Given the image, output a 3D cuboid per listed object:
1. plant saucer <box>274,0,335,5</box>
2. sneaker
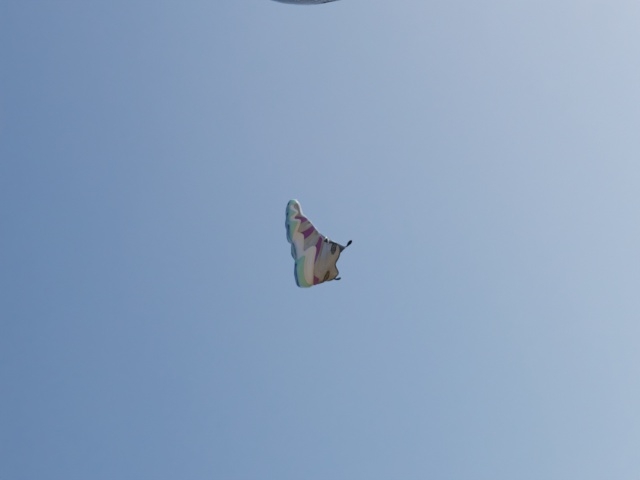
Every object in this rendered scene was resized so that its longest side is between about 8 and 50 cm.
[{"bbox_3d":[0.003,-0.344,0.746,0.100,0.400,0.401,13,-70,-37],"label":"plant saucer"},{"bbox_3d":[0.000,0.000,1.395,0.069,0.098,0.038,-9,-5,-9],"label":"sneaker"}]
